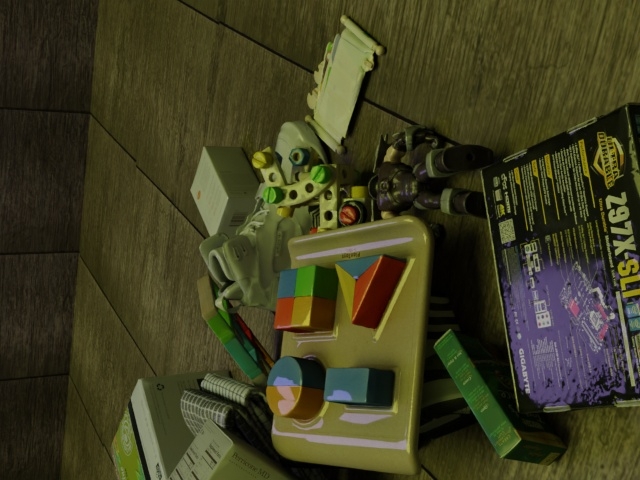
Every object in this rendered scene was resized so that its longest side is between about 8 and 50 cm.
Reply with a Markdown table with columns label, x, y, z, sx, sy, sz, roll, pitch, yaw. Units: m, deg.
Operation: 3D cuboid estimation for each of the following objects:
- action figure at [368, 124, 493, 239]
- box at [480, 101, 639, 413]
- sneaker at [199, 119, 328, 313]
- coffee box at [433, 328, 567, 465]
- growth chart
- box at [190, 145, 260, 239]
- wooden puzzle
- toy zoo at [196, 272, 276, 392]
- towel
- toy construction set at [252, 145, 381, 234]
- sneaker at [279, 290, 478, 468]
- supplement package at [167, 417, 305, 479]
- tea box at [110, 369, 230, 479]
| label | x | y | z | sx | sy | sz | roll | pitch | yaw |
| --- | --- | --- | --- | --- | --- | --- | --- | --- | --- |
| action figure | 0.151 | -0.077 | 1.351 | 0.285 | 0.099 | 0.185 | 5 | 103 | 65 |
| box | 0.313 | 0.034 | 1.074 | 0.257 | 0.079 | 0.322 | -24 | 70 | 57 |
| sneaker | -0.099 | -0.038 | 1.680 | 0.137 | 0.210 | 0.366 | 2 | 93 | 61 |
| coffee box | 0.231 | 0.202 | 1.194 | 0.040 | 0.113 | 0.184 | -48 | 45 | 21 |
| growth chart | 0.033 | -0.274 | 1.623 | 0.172 | 0.021 | 0.237 | 59 | 140 | 43 |
| box | -0.200 | -0.101 | 1.983 | 0.170 | 0.091 | 0.130 | 63 | 142 | 38 |
| wooden puzzle | 0.023 | 0.150 | 1.334 | 0.322 | 0.080 | 0.348 | -10 | 74 | 51 |
| toy zoo | -0.138 | 0.212 | 1.774 | 0.293 | 0.030 | 0.192 | 56 | -179 | -21 |
| towel | -0.131 | 0.395 | 1.735 | 0.284 | 0.121 | 0.235 | 59 | 154 | -14 |
| toy construction set | 0.000 | 0.000 | 1.555 | 0.215 | 0.151 | 0.328 | 0 | 105 | 31 |
| sneaker | 0.078 | 0.206 | 1.461 | 0.447 | 0.169 | 0.258 | -36 | 52 | 47 |
| supplement package | -0.099 | 0.434 | 1.508 | 0.145 | 0.261 | 0.204 | -57 | 15 | -10 |
| tea box | -0.305 | 0.517 | 2.072 | 0.324 | 0.219 | 0.329 | -62 | 40 | 42 |
